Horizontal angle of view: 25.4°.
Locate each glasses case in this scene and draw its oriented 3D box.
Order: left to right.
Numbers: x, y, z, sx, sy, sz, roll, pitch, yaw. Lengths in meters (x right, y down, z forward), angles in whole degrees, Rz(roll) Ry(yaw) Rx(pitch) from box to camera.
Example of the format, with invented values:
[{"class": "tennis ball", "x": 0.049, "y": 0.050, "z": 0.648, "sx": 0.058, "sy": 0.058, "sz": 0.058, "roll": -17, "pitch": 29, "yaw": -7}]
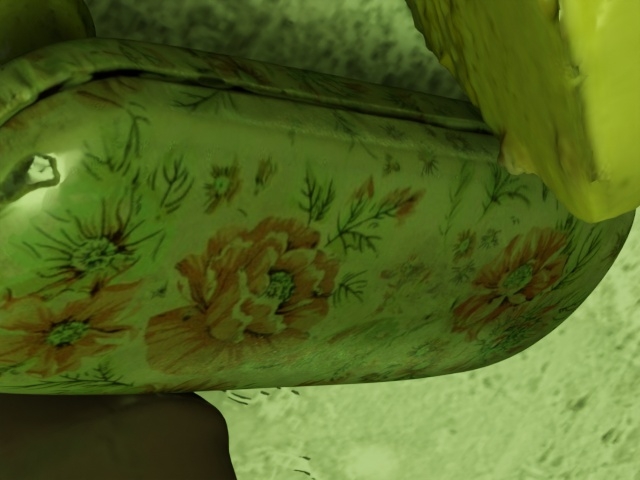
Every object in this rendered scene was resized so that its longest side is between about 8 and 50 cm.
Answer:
[{"class": "glasses case", "x": 0.000, "y": 0.000, "z": 0.668, "sx": 0.425, "sy": 0.098, "sz": 0.156, "roll": 4, "pitch": 133, "yaw": -47}]

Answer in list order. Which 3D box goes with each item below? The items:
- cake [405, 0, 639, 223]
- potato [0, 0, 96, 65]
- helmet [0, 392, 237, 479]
[{"class": "cake", "x": 0.150, "y": -0.154, "z": 0.568, "sx": 0.222, "sy": 0.286, "sz": 0.227, "roll": -23, "pitch": 127, "yaw": -2}, {"class": "potato", "x": -0.212, "y": -0.046, "z": 0.613, "sx": 0.248, "sy": 0.143, "sz": 0.169, "roll": -26, "pitch": 141, "yaw": -1}, {"class": "helmet", "x": -0.184, "y": 0.135, "z": 0.697, "sx": 0.338, "sy": 0.197, "sz": 0.271, "roll": 11, "pitch": 166, "yaw": 15}]
